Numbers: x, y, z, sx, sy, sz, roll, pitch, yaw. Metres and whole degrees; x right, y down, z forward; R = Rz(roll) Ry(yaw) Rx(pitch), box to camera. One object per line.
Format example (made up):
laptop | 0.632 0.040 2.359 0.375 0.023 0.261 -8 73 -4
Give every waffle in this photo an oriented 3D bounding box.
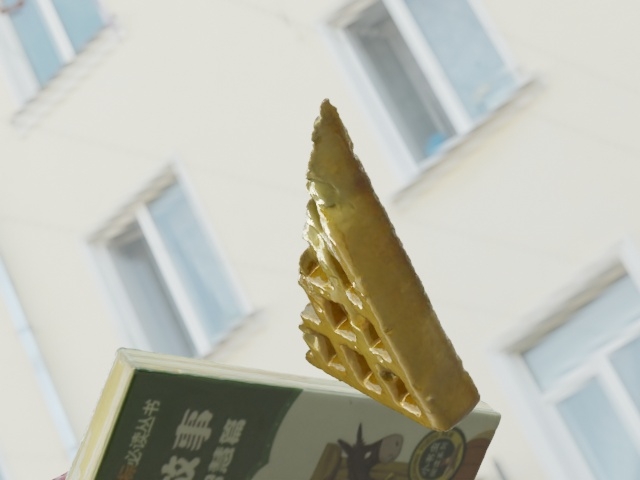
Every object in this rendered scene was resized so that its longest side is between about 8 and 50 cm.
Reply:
waffle | 0.000 0.000 0.901 0.032 0.125 0.191 -40 -55 -18

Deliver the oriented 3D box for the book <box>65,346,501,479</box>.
book | -0.034 0.168 1.106 0.264 0.027 0.202 12 -73 -38

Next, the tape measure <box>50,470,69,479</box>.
tape measure | -0.142 0.244 1.231 0.253 0.114 0.260 -47 -26 18
